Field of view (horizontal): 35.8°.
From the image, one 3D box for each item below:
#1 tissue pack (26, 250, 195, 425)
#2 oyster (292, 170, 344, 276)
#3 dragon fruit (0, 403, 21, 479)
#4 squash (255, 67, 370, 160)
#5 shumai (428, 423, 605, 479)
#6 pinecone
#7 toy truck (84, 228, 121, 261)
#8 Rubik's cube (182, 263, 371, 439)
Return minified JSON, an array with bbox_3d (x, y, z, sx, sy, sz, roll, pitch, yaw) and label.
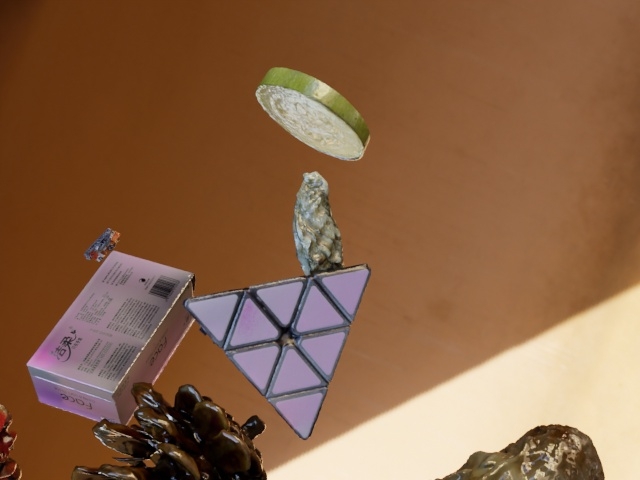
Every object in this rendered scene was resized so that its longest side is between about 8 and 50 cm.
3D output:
[{"bbox_3d":[-0.300,0.140,1.463,0.092,0.149,0.246,90,-158,-45],"label":"tissue pack"},{"bbox_3d":[0.000,0.000,1.409,0.125,0.064,0.177,-94,-10,-52],"label":"oyster"},{"bbox_3d":[-0.509,0.304,1.452,0.133,0.150,0.207,-105,-10,-47],"label":"dragon fruit"},{"bbox_3d":[-0.009,-0.247,1.967,0.049,0.252,0.252,-59,-8,-15],"label":"squash"},{"bbox_3d":[0.320,0.463,1.650,0.283,0.217,0.346,9,-64,-52],"label":"shumai"},{"bbox_3d":[-0.184,0.301,1.123,0.309,0.244,0.244,-45,-18,-36],"label":"pinecone"},{"bbox_3d":[-0.361,0.010,1.643,0.083,0.032,0.024,-40,24,42],"label":"toy truck"},{"bbox_3d":[-0.001,0.104,1.118,0.178,0.190,0.211,-34,-12,16],"label":"Rubik's cube"}]
